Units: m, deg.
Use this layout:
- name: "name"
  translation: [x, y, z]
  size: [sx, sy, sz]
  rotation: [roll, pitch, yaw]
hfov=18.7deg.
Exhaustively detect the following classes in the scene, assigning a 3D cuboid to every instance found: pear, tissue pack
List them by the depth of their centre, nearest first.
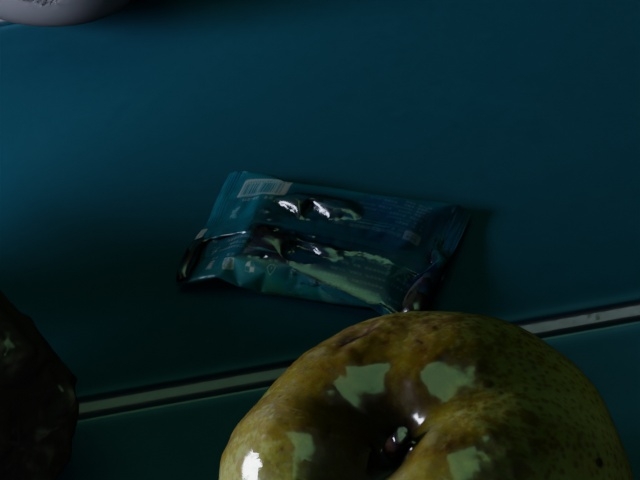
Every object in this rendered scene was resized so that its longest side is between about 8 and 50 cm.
- name: "pear"
  translation: [0.046, 0.107, 0.785]
  size: [0.167, 0.137, 0.167]
  rotation: [-8, 47, 9]
- name: "tissue pack"
  translation: [0.000, 0.000, 0.988]
  size: [0.138, 0.028, 0.085]
  rotation: [10, 48, 19]

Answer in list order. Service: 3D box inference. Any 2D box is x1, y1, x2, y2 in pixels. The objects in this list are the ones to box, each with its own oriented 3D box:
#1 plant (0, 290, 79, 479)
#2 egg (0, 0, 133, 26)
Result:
- name: "plant"
  translation: [-0.235, 0.033, 0.921]
  size: [0.149, 0.146, 0.274]
  rotation: [-37, 48, -19]
- name: "egg"
  translation: [-0.173, -0.202, 1.150]
  size: [0.146, 0.146, 0.198]
  rotation: [-39, 57, -25]
